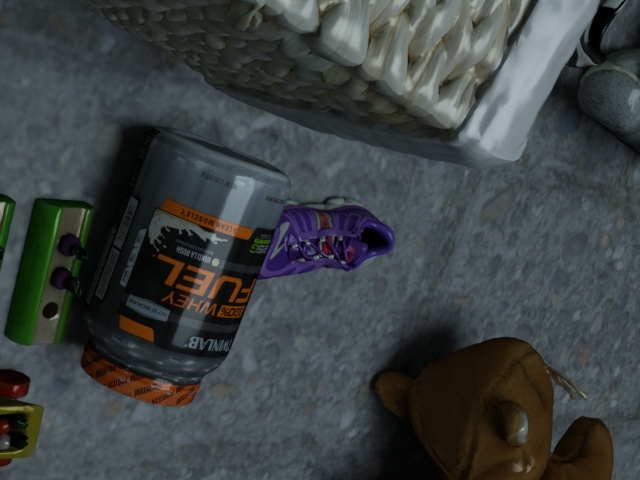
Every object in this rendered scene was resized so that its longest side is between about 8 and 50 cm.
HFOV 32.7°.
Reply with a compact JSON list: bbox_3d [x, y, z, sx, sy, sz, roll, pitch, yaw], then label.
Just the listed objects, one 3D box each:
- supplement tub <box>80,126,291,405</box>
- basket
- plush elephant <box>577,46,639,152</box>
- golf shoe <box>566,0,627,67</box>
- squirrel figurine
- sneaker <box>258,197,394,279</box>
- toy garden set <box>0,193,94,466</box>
[{"bbox_3d":[-0.105,0.020,0.819,0.117,0.117,0.190,12,101,-50],"label":"supplement tub"},{"bbox_3d":[-0.010,-0.252,0.583,0.266,0.331,0.328,27,89,-28],"label":"basket"},{"bbox_3d":[0.470,-0.183,1.234,0.255,0.272,0.330,-56,171,11],"label":"plush elephant"},{"bbox_3d":[0.287,-0.268,1.117,0.067,0.086,0.186,3,107,-47],"label":"golf shoe"},{"bbox_3d":[0.169,0.309,1.166,0.397,0.281,0.370,-41,129,-29],"label":"squirrel figurine"},{"bbox_3d":[0.000,0.000,0.959,0.170,0.071,0.068,-16,121,-41],"label":"sneaker"},{"bbox_3d":[-0.266,0.069,0.722,0.244,0.049,0.203,2,108,-48],"label":"toy garden set"}]
